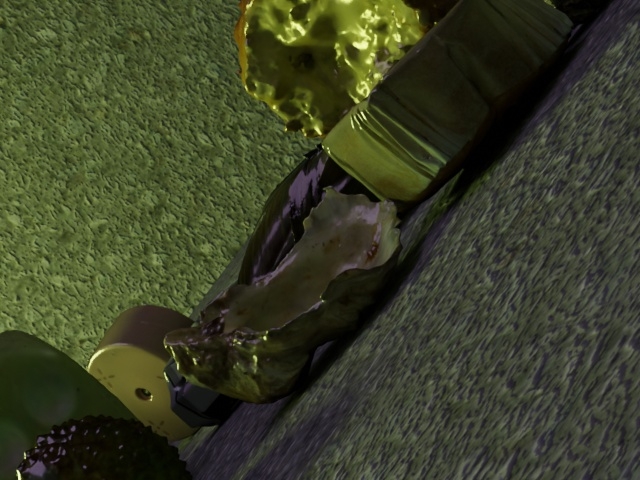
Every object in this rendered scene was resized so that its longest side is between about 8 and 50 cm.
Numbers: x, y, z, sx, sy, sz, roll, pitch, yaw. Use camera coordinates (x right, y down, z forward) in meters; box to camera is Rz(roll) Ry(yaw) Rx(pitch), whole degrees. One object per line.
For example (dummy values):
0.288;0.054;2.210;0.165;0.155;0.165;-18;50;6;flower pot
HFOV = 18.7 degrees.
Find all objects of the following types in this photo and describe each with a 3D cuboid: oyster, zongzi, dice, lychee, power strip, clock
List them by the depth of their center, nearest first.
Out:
-0.170;0.218;1.564;0.171;0.171;0.171;-52;4;6;lychee
-0.017;0.058;1.641;0.233;0.107;0.161;-35;16;15;oyster
0.233;-0.213;1.642;0.086;0.029;0.132;-47;-1;-28;oyster
0.000;0.000;1.850;0.221;0.112;0.242;-46;15;48;zongzi
-0.313;0.260;1.961;0.252;0.254;0.250;-51;4;-23;dice
-0.070;0.074;2.081;0.186;0.083;0.253;-49;5;27;clock
-0.188;0.151;2.215;0.154;0.154;0.078;-47;8;46;power strip

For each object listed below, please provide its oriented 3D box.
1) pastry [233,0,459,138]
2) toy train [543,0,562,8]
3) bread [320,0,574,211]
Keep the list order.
0.092;-0.288;2.110;0.337;0.292;0.405;-44;-13;-40;pastry
0.245;-0.256;1.708;0.249;0.053;0.085;-48;12;45;toy train
0.110;-0.121;1.650;0.192;0.110;0.210;-47;3;-20;bread
